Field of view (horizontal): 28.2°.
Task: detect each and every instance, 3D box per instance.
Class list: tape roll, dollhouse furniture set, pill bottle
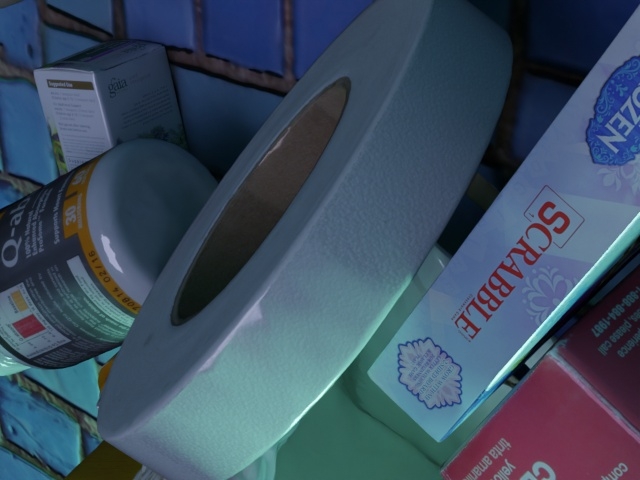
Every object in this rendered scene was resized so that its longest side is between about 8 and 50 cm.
[{"bbox_3d":[-0.019,-0.009,0.881,0.072,0.392,0.392,34,139,-13],"label":"tape roll"},{"bbox_3d":[0.138,-0.072,1.023,0.114,0.091,0.081,41,97,-14],"label":"dollhouse furniture set"},{"bbox_3d":[-0.221,0.026,1.158,0.278,0.162,0.162,-23,97,37],"label":"pill bottle"}]

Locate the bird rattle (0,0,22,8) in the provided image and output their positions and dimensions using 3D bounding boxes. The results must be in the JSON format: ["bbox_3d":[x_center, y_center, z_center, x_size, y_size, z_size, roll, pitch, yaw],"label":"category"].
[{"bbox_3d":[-0.282,-0.263,1.166,0.253,0.207,0.143,41,154,30],"label":"bird rattle"}]

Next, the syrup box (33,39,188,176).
[{"bbox_3d":[-0.192,-0.071,1.261,0.096,0.093,0.236,8,118,40],"label":"syrup box"}]

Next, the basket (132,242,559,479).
[{"bbox_3d":[0.040,0.213,0.976,0.328,0.331,0.266,37,151,-17],"label":"basket"}]

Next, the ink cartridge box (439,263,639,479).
[{"bbox_3d":[0.314,0.182,0.809,0.385,0.279,0.160,45,134,14],"label":"ink cartridge box"}]

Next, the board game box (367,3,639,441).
[{"bbox_3d":[0.201,-0.061,0.745,0.066,0.319,0.318,44,136,12],"label":"board game box"}]

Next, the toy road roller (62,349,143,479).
[{"bbox_3d":[-0.090,0.230,1.203,0.203,0.240,0.329,-11,116,49],"label":"toy road roller"}]
